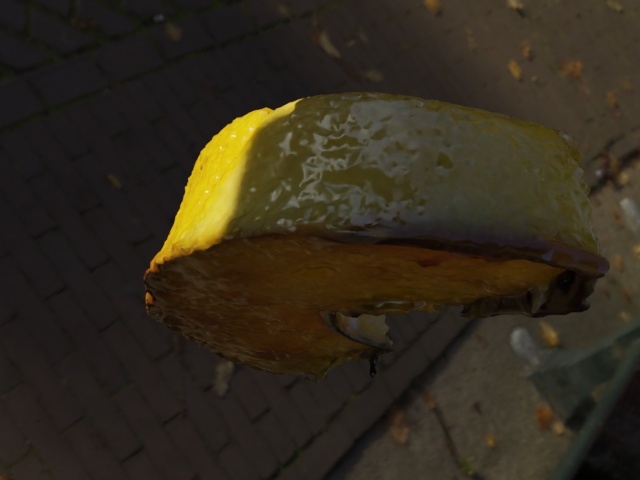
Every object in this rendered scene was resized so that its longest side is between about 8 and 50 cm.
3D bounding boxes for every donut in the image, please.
[{"bbox_3d":[-0.001,-0.002,0.601,0.152,0.259,0.101,18,69,-30],"label":"donut"}]

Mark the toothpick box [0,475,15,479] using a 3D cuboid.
[{"bbox_3d":[-0.388,0.365,1.234,0.192,0.294,0.192,51,-2,3],"label":"toothpick box"}]
